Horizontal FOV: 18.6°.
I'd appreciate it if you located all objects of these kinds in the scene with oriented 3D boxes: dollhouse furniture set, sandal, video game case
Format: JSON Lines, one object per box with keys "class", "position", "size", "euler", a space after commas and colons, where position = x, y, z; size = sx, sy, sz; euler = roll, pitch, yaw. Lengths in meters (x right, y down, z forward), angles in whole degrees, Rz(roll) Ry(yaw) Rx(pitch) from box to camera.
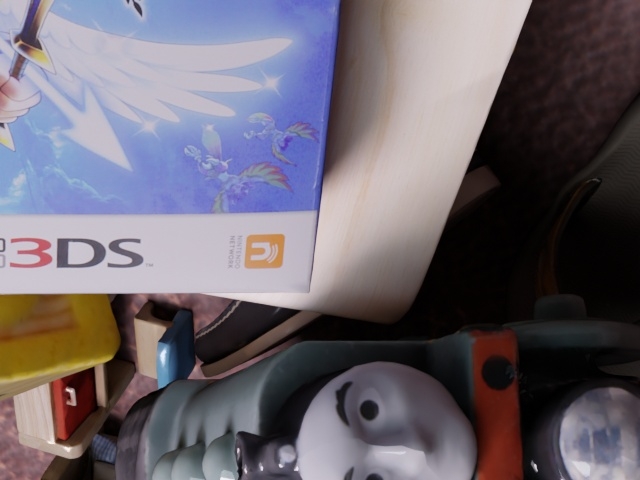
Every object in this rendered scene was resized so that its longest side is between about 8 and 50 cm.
{"class": "dollhouse furniture set", "position": [-0.101, 0.127, 1.055], "size": [0.129, 0.129, 0.184], "euler": [13, 131, 16]}
{"class": "sandal", "position": [0.140, 0.013, 0.888], "size": [0.090, 0.060, 0.219], "euler": [30, 138, 2]}
{"class": "video game case", "position": [-0.113, -0.105, 0.671], "size": [0.244, 0.061, 0.270], "euler": [-1, 123, -10]}

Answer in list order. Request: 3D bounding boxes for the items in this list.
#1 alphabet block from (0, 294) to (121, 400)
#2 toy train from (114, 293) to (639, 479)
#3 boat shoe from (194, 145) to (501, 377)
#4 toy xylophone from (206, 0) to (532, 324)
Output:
{"class": "alphabet block", "position": [-0.247, 0.005, 0.946], "size": [0.197, 0.193, 0.192], "euler": [-22, 84, 37]}
{"class": "toy train", "position": [0.023, 0.106, 0.876], "size": [0.190, 0.142, 0.334], "euler": [0, 171, -17]}
{"class": "boat shoe", "position": [0.000, 0.000, 0.955], "size": [0.206, 0.075, 0.065], "euler": [-37, 85, 39]}
{"class": "toy xylophone", "position": [-0.015, -0.099, 0.776], "size": [0.236, 0.081, 0.323], "euler": [18, 119, -20]}
